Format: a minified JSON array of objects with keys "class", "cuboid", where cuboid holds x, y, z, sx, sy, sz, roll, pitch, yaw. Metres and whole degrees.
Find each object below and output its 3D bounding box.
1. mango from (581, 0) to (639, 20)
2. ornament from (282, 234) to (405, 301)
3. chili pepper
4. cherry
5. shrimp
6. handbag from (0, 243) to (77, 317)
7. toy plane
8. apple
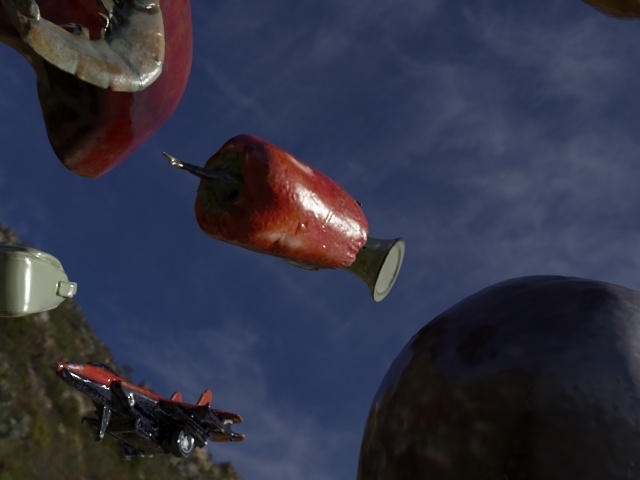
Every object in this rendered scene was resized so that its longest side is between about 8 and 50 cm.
[{"class":"mango","cuboid":[0.388,-0.359,1.246,0.125,0.233,0.111,29,-64,-29]},{"class":"ornament","cuboid":[0.000,0.000,0.921,0.156,0.081,0.074,26,-39,21]},{"class":"chili pepper","cuboid":[-0.047,-0.033,0.681,0.086,0.084,0.192,-3,-17,37]},{"class":"cherry","cuboid":[0.117,0.122,0.520,0.184,0.266,0.213,25,-40,0]},{"class":"shrimp","cuboid":[-0.190,-0.207,0.733,0.035,0.148,0.195,-33,-122,45]},{"class":"handbag","cuboid":[-0.401,0.040,1.042,0.256,0.219,0.079,4,-93,1]},{"class":"toy plane","cuboid":[-0.138,0.130,0.705,0.130,0.061,0.189,-7,-20,25]},{"class":"apple","cuboid":[-0.284,-0.270,1.069,0.295,0.365,0.328,13,-62,-14]}]
